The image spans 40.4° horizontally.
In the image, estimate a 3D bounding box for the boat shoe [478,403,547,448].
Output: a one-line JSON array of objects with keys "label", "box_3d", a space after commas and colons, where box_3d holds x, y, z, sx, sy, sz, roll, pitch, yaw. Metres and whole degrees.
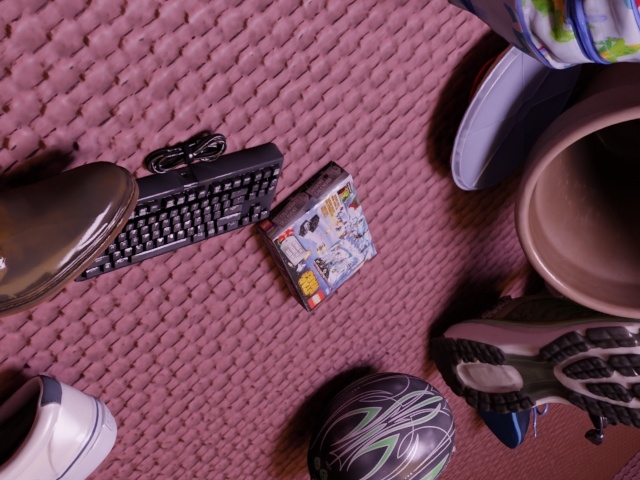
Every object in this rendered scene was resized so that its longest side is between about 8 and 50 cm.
[{"label": "boat shoe", "box_3d": [0.315, 0.248, 1.384, 0.089, 0.109, 0.258, -39, 149, -19]}]

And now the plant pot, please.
[{"label": "plant pot", "box_3d": [0.349, -0.083, 0.932, 0.229, 0.263, 0.263, -68, 172, -51]}]

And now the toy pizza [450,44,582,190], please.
[{"label": "toy pizza", "box_3d": [0.196, -0.141, 0.888, 0.201, 0.032, 0.201, -36, 149, -25]}]

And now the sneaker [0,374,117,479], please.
[{"label": "sneaker", "box_3d": [-0.280, 0.202, 0.667, 0.258, 0.094, 0.091, -46, 130, -10]}]

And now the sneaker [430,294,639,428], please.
[{"label": "sneaker", "box_3d": [0.332, 0.109, 1.067, 0.182, 0.410, 0.158, -48, 120, -35]}]

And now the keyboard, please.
[{"label": "keyboard", "box_3d": [-0.104, -0.031, 0.667, 0.180, 0.023, 0.108, -21, 139, -36]}]

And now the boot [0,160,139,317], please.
[{"label": "boot", "box_3d": [-0.213, -0.007, 0.510, 0.219, 0.082, 0.106, -33, 148, -18]}]

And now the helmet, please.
[{"label": "helmet", "box_3d": [0.075, 0.237, 1.037, 0.169, 0.169, 0.161, -12, 150, -43]}]

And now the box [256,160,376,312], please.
[{"label": "box", "box_3d": [0.000, 0.000, 0.817, 0.094, 0.027, 0.137, -41, 147, -13]}]

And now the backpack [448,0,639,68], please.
[{"label": "backpack", "box_3d": [0.218, -0.293, 0.586, 0.355, 0.273, 0.290, -41, 156, 12]}]

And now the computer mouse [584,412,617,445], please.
[{"label": "computer mouse", "box_3d": [0.390, 0.216, 1.310, 0.060, 0.184, 0.262, -14, 164, -5]}]

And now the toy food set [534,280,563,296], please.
[{"label": "toy food set", "box_3d": [0.393, -0.028, 1.210, 0.219, 0.092, 0.306, -32, 153, -23]}]
